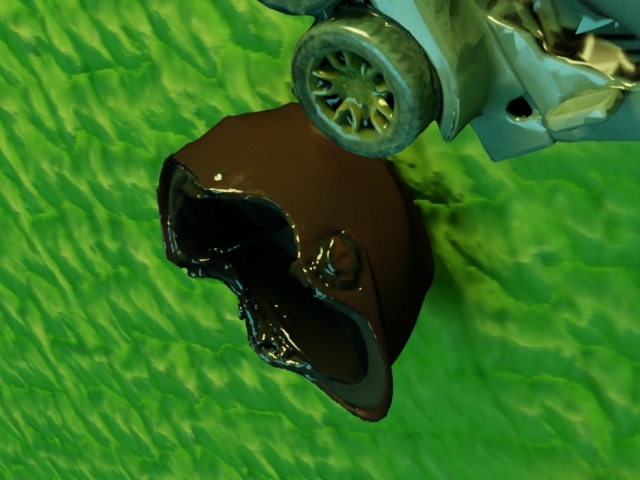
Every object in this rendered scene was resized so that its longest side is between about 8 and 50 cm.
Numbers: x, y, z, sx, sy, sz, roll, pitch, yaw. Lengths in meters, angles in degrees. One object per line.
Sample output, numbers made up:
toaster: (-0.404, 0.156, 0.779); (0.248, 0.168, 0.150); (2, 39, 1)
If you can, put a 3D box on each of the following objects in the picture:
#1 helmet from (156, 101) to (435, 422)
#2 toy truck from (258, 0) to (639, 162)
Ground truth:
helmet: (0.000, 0.000, 0.726); (0.123, 0.070, 0.098); (43, 157, 4)
toy truck: (0.039, -0.129, 0.496); (0.140, 0.108, 0.257); (-10, 117, 44)
